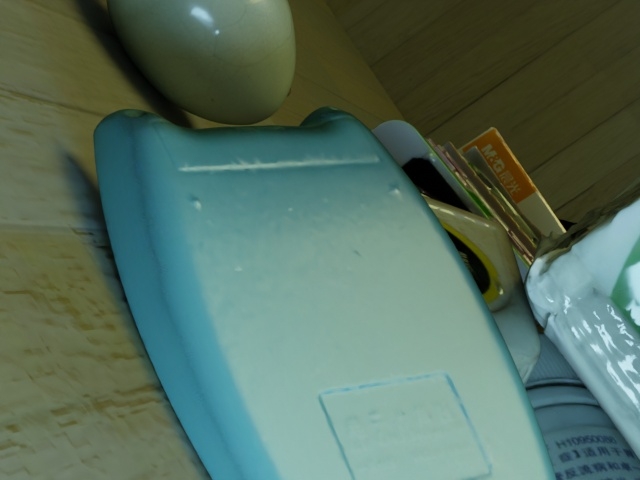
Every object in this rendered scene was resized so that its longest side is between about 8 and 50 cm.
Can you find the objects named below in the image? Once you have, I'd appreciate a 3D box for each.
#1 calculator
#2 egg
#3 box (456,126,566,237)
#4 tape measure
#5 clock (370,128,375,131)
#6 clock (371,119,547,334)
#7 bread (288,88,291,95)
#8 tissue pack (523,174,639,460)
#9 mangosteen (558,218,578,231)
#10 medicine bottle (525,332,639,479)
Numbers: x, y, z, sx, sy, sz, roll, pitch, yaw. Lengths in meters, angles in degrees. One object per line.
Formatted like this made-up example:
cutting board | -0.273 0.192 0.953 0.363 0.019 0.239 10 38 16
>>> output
calculator | 0.010 0.060 0.907 0.256 0.054 0.386 -5 58 -37
egg | -0.102 -0.196 1.278 0.209 0.151 0.151 54 9 -24
box | 0.185 0.035 1.671 0.274 0.221 0.091 55 -3 10
tape measure | 0.040 0.036 1.130 0.231 0.133 0.271 22 26 -10
clock | 0.117 -0.049 2.021 0.230 0.083 0.230 53 11 -15
clock | 0.137 0.015 1.436 0.235 0.166 0.309 52 10 13
bread | -0.078 -0.223 1.761 0.136 0.054 0.154 58 16 23
tissue pack | 0.326 0.106 1.084 0.356 0.194 0.266 53 11 4
mangosteen | 0.281 0.103 1.871 0.287 0.233 0.287 52 -22 30
medicine bottle | 0.196 0.240 1.138 0.190 0.190 0.332 48 12 -37
